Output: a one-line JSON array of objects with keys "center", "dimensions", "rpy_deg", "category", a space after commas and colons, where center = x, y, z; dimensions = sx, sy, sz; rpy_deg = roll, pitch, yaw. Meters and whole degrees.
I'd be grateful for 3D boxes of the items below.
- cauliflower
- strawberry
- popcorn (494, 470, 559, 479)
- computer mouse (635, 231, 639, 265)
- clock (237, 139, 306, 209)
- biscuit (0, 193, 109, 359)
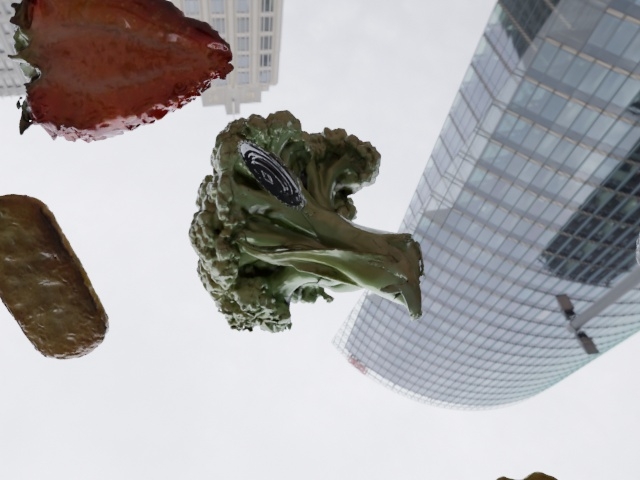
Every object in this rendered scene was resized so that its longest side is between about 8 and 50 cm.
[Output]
[{"center": [-0.011, -0.017, 0.619], "dimensions": [0.280, 0.327, 0.261], "rpy_deg": [1, -118, 11], "category": "cauliflower"}, {"center": [-0.204, -0.199, 0.518], "dimensions": [0.227, 0.098, 0.175], "rpy_deg": [-14, -88, 6], "category": "strawberry"}, {"center": [0.207, 0.350, 0.450], "dimensions": [0.180, 0.235, 0.216], "rpy_deg": [5, -172, 28], "category": "popcorn"}, {"center": [0.310, -0.023, 0.366], "dimensions": [0.113, 0.229, 0.068], "rpy_deg": [31, -109, 37], "category": "computer mouse"}, {"center": [-0.045, -0.060, 0.444], "dimensions": [0.083, 0.074, 0.010], "rpy_deg": [33, -112, 30], "category": "clock"}, {"center": [-0.386, 0.054, 0.680], "dimensions": [0.118, 0.029, 0.247], "rpy_deg": [-23, -77, 1], "category": "biscuit"}]
